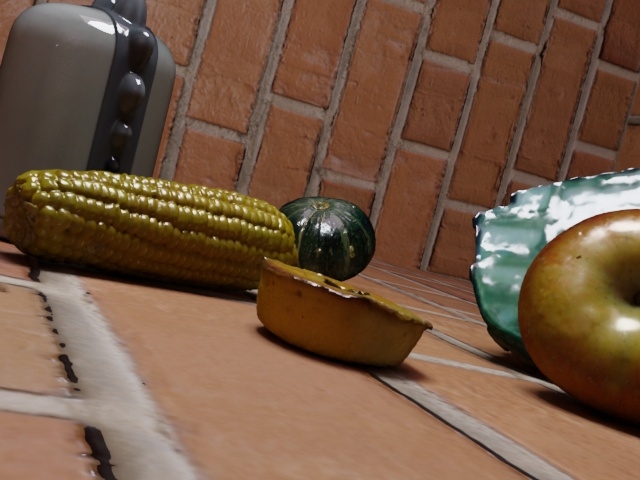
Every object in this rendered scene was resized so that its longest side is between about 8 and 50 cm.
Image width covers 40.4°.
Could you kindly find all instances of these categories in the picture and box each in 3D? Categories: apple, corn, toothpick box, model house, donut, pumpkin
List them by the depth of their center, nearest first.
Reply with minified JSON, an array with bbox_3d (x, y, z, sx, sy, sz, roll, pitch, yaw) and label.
[{"bbox_3d":[0.013,0.071,0.813,0.162,0.065,0.178,19,0,-13],"label":"donut"},{"bbox_3d":[0.316,0.079,0.846,0.235,0.210,0.173,42,-2,38],"label":"apple"},{"bbox_3d":[-0.170,-0.012,0.964,0.363,0.120,0.120,12,3,-44],"label":"corn"},{"bbox_3d":[-0.286,-0.146,1.048,0.229,0.316,0.229,15,3,-1],"label":"toothpick box"},{"bbox_3d":[0.382,0.099,1.125,0.295,0.251,0.329,-9,-32,24],"label":"model house"},{"bbox_3d":[0.001,0.000,1.507,0.190,0.146,0.190,12,32,-8],"label":"pumpkin"}]
